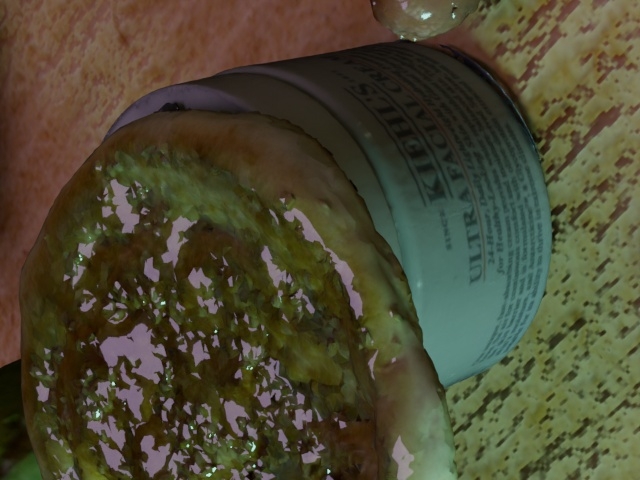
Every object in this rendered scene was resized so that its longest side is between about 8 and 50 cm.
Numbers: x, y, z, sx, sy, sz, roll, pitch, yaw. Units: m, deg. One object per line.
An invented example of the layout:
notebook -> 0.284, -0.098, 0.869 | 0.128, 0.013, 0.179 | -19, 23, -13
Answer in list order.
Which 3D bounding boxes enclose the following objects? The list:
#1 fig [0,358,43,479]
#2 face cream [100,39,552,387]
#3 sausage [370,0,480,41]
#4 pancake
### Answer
fig -> -0.165, 0.149, 1.074 | 0.275, 0.206, 0.206 | 13, 112, 63
face cream -> 0.000, 0.000, 0.866 | 0.177, 0.153, 0.177 | 17, 115, 40
sausage -> 0.058, -0.239, 0.794 | 0.078, 0.078, 0.304 | 22, 115, 40
pancake -> -0.044, 0.081, 0.793 | 0.282, 0.049, 0.282 | 12, 107, 42
